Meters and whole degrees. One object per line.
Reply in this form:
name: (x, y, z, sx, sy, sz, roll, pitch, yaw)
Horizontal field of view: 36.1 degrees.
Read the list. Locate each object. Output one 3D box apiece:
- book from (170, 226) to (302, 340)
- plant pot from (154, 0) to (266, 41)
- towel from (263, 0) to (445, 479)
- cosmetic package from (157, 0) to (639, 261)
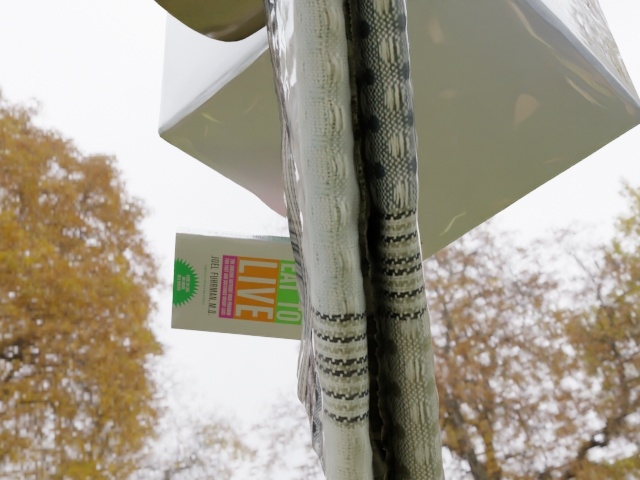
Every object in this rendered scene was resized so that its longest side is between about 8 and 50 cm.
book: (-0.064, 0.040, 0.915, 0.144, 0.035, 0.096, 5, -69, -3)
plant pot: (-0.045, -0.306, 0.673, 0.191, 0.284, 0.284, -23, -41, 23)
towel: (0.000, 0.000, 0.502, 0.056, 0.312, 0.324, -8, -79, -6)
cosmetic package: (0.065, -0.244, 1.008, 0.327, 0.393, 0.329, -34, -48, 30)
